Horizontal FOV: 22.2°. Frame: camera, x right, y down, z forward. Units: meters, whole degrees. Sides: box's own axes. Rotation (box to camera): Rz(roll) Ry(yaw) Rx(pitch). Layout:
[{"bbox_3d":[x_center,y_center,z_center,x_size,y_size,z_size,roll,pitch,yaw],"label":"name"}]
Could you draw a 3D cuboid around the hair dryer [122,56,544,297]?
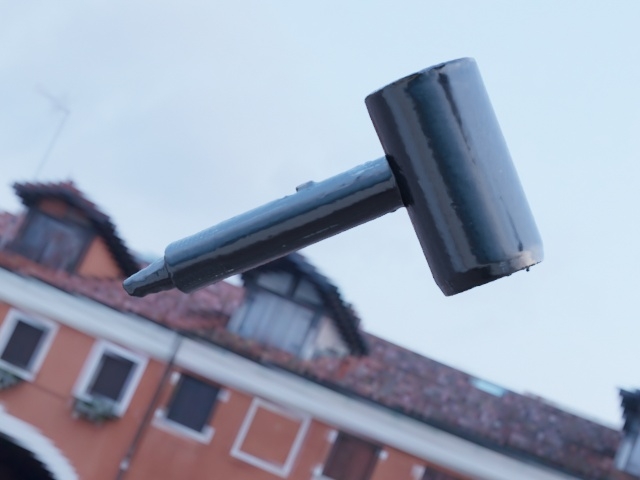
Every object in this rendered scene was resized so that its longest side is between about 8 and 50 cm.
[{"bbox_3d":[0.000,0.000,0.966,0.255,0.128,0.070,-24,-3,20],"label":"hair dryer"}]
